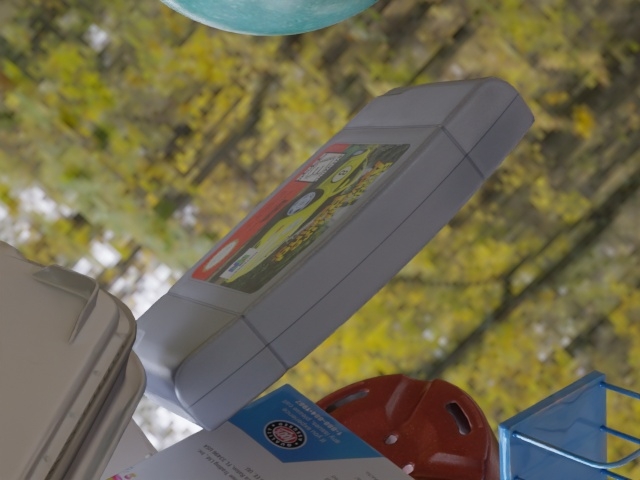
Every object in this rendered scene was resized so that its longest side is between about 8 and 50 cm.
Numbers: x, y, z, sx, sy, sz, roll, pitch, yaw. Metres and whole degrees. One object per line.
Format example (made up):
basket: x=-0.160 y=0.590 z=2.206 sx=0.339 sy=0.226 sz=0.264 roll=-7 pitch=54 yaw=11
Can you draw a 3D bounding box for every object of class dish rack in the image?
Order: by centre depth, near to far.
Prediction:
dish rack: x=-0.253 y=0.072 z=0.970 sx=0.285 sy=0.072 sz=0.333 roll=20 pitch=-151 yaw=2

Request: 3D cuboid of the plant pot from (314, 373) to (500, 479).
plant pot: x=0.084 y=0.278 z=1.569 sx=0.272 sy=0.272 sz=0.265 roll=-115 pitch=1 yaw=-53

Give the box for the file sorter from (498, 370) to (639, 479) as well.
file sorter: x=0.215 y=0.210 z=1.372 sx=0.118 sy=0.170 sz=0.104 roll=-23 pitch=-151 yaw=-38

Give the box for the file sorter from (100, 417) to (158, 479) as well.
file sorter: x=-0.243 y=0.245 z=1.302 sx=0.193 sy=0.277 sz=0.173 roll=45 pitch=157 yaw=45

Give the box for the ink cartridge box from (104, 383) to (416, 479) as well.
ink cartridge box: x=-0.063 y=0.264 z=1.146 sx=0.270 sy=0.197 sz=0.198 roll=-25 pitch=-136 yaw=-35

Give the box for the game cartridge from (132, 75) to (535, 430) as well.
game cartridge: x=0.000 y=0.000 z=1.164 sx=0.060 sy=0.294 sz=0.196 roll=51 pitch=166 yaw=-18

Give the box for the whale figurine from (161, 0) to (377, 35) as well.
whale figurine: x=-0.033 y=-0.207 z=0.886 sx=0.216 sy=0.141 sz=0.272 roll=15 pitch=-140 yaw=-17
